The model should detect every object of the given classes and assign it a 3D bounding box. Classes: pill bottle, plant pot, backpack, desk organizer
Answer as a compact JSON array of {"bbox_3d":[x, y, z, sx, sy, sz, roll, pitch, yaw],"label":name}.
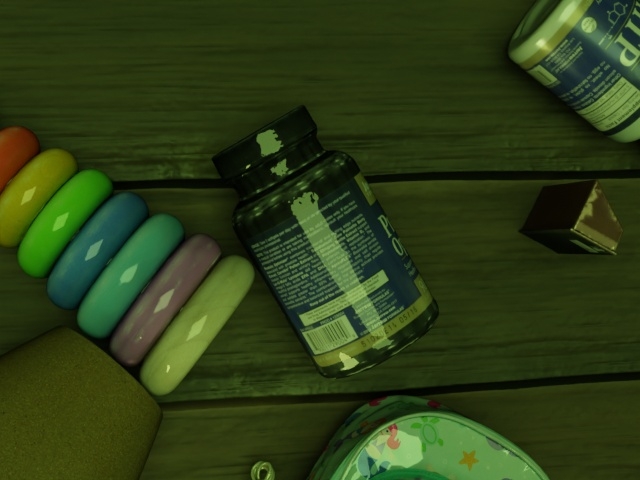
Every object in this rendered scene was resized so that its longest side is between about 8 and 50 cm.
[{"bbox_3d":[0.274,-0.155,1.085,0.186,0.112,0.112,36,86,-9],"label":"pill bottle"},{"bbox_3d":[-0.254,0.199,0.966,0.237,0.237,0.254,43,71,-8],"label":"plant pot"},{"bbox_3d":[0.000,0.000,1.039,0.122,0.123,0.219,-31,97,-7],"label":"pill bottle"},{"bbox_3d":[0.081,0.268,1.038,0.225,0.191,0.253,31,82,-8],"label":"backpack"},{"bbox_3d":[0.229,-0.020,1.074,0.047,0.130,0.050,28,85,-9],"label":"desk organizer"}]

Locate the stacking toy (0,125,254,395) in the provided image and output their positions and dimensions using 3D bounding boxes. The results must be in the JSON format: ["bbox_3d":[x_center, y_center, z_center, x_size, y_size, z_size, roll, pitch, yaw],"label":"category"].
[{"bbox_3d":[-0.222,-0.016,1.008,0.330,0.141,0.141,37,86,-2],"label":"stacking toy"}]

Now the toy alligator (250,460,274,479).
[{"bbox_3d":[-0.081,0.287,1.074,0.051,0.056,0.190,36,83,-51],"label":"toy alligator"}]
